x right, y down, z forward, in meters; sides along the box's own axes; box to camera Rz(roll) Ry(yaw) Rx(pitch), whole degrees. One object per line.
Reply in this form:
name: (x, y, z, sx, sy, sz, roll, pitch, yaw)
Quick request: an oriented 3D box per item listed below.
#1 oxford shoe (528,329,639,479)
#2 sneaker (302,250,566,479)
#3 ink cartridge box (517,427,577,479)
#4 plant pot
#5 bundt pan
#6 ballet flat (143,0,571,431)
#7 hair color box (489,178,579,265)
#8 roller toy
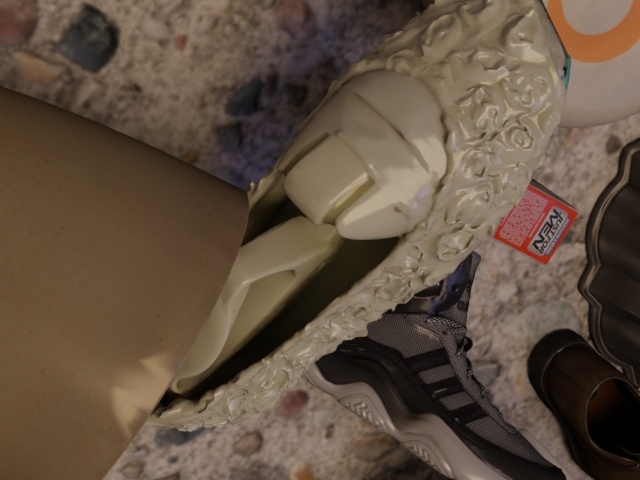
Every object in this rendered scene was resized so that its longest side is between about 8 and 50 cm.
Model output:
oxford shoe: (0.268, 0.179, 1.186, 0.083, 0.096, 0.227, -46, 124, -1)
sneaker: (0.099, 0.088, 1.017, 0.269, 0.101, 0.153, 34, 87, 5)
ink cartridge box: (0.126, 0.386, 1.091, 0.385, 0.279, 0.160, -44, 164, -1)
plant pot: (-0.228, 0.003, 0.820, 0.274, 0.256, 0.256, 33, 96, -16)
bundt pan: (0.394, 0.019, 1.154, 0.331, 0.124, 0.330, -9, 116, -20)
ballet flat: (0.000, 0.000, 0.880, 0.147, 0.147, 0.409, 23, 123, -30)
hair color box: (0.102, -0.049, 1.011, 0.167, 0.093, 0.053, 26, 100, -31)
roller toy: (0.172, -0.185, 0.950, 0.191, 0.146, 0.209, -15, 115, -5)
